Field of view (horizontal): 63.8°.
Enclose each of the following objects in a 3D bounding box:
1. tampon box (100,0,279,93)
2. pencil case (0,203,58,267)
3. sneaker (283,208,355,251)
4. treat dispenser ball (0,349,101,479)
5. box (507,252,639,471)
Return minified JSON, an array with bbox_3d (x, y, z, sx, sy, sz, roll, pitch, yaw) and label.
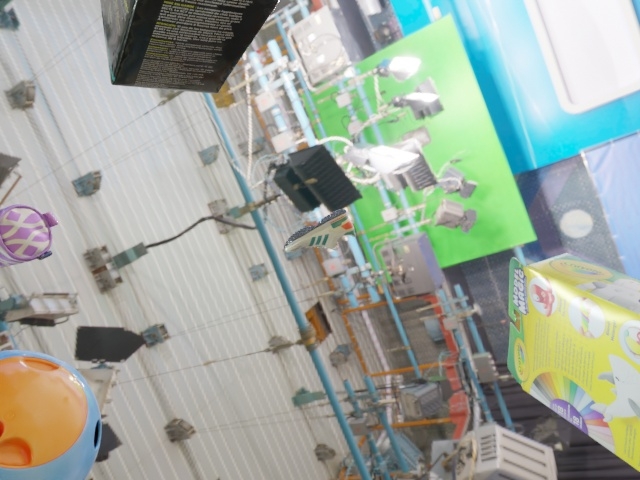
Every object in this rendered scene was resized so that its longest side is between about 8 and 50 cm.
[{"bbox_3d":[-0.116,-0.213,0.423,0.101,0.161,0.121,-5,-98,-30],"label":"tampon box"},{"bbox_3d":[-0.484,0.000,0.762,0.086,0.206,0.088,65,-147,-25],"label":"pencil case"},{"bbox_3d":[0.000,0.000,1.102,0.075,0.161,0.057,58,-169,-15],"label":"sneaker"},{"bbox_3d":[-0.517,0.327,0.848,0.288,0.288,0.288,34,-134,-46],"label":"treat dispenser ball"},{"bbox_3d":[0.187,0.078,0.316,0.043,0.179,0.105,-15,-68,-22],"label":"box"}]
